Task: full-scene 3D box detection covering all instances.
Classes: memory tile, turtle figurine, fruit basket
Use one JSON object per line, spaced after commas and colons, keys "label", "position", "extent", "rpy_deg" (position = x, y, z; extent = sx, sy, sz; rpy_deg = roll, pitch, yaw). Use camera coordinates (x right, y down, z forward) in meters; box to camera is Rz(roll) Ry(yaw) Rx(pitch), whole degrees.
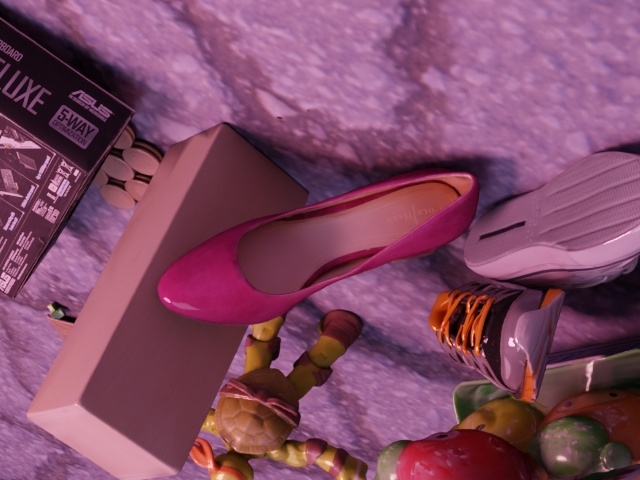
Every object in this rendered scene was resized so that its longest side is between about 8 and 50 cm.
{"label": "memory tile", "position": [-0.190, -0.079, 1.257], "extent": [0.113, 0.012, 0.148], "rpy_deg": [-9, 137, 44]}
{"label": "turtle figurine", "position": [-0.064, 0.143, 1.314], "extent": [0.269, 0.217, 0.087], "rpy_deg": [17, 149, 14]}
{"label": "fruit basket", "position": [0.150, 0.173, 1.127], "extent": [0.353, 0.165, 0.327], "rpy_deg": [-3, 170, -38]}

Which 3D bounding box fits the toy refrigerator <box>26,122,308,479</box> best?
{"label": "toy refrigerator", "position": [-0.119, 0.048, 1.149], "extent": [0.102, 0.269, 0.094], "rpy_deg": [39, 147, -25]}

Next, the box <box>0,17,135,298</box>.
{"label": "box", "position": [-0.317, -0.090, 1.247], "extent": [0.242, 0.076, 0.307], "rpy_deg": [35, 149, -6]}

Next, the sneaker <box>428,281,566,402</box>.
{"label": "sneaker", "position": [0.128, 0.069, 1.079], "extent": [0.083, 0.084, 0.215], "rpy_deg": [19, 175, 1]}

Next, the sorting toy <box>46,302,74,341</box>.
{"label": "sorting toy", "position": [-0.273, 0.096, 1.597], "extent": [0.062, 0.012, 0.083], "rpy_deg": [17, 153, 22]}

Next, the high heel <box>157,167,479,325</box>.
{"label": "high heel", "position": [0.000, 0.000, 1.076], "extent": [0.244, 0.082, 0.117], "rpy_deg": [-9, 161, -14]}

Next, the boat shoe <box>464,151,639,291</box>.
{"label": "boat shoe", "position": [0.196, -0.008, 1.042], "extent": [0.076, 0.083, 0.226], "rpy_deg": [25, 164, -22]}
